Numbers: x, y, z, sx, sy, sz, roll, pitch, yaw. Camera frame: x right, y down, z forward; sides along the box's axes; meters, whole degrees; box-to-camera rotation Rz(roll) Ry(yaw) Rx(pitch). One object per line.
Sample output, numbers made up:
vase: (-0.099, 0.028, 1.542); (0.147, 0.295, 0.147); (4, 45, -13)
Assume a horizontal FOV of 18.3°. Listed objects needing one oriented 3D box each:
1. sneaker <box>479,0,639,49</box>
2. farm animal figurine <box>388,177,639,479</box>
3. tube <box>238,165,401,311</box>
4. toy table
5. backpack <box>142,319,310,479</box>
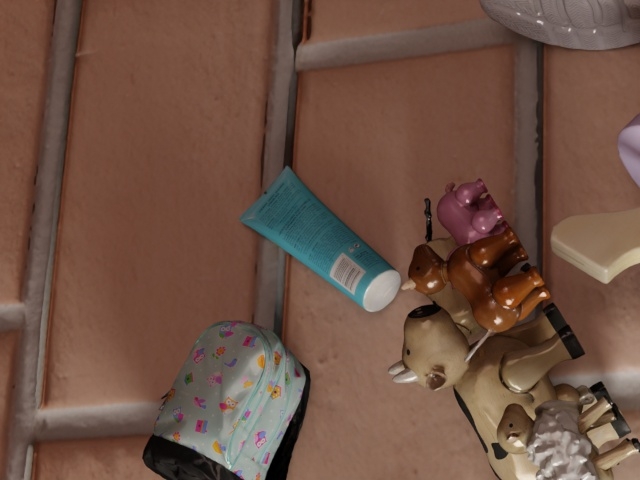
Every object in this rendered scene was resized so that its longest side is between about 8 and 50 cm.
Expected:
sneaker: (0.331, -0.306, 2.100); (0.321, 0.124, 0.180); (2, 65, 11)
farm animal figurine: (0.160, 0.113, 1.933); (0.172, 0.330, 0.326); (-31, 89, 4)
tube: (0.000, 0.000, 2.137); (0.080, 0.052, 0.207); (-46, 55, -6)
toy table: (0.362, 0.009, 1.895); (0.274, 0.252, 0.161); (28, 64, 38)
backpack: (-0.091, 0.176, 2.060); (0.152, 0.115, 0.182); (21, 75, 30)
